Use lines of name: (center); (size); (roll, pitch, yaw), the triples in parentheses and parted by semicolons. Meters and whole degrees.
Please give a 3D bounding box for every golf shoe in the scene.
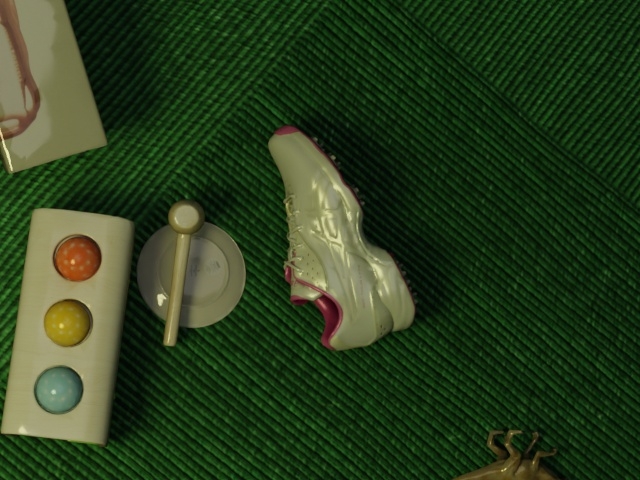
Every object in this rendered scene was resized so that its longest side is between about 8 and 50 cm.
golf shoe: (0.000, 0.000, 1.874); (0.140, 0.115, 0.306); (-30, 86, -12)

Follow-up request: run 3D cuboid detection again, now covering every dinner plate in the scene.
dinner plate: (-0.164, 0.041, 1.879); (0.141, 0.017, 0.141); (2, 79, -13)

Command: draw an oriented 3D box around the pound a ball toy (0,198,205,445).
pound a ball toy: (-0.260, 0.087, 1.776); (0.208, 0.136, 0.319); (7, 79, -4)

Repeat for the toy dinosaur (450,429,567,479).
toy dinosaur: (0.243, 0.292, 1.900); (0.183, 0.053, 0.093); (3, 80, -12)

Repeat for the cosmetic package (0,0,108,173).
cosmetic package: (-0.366, -0.242, 1.780); (0.129, 0.153, 0.296); (-19, 99, -13)
